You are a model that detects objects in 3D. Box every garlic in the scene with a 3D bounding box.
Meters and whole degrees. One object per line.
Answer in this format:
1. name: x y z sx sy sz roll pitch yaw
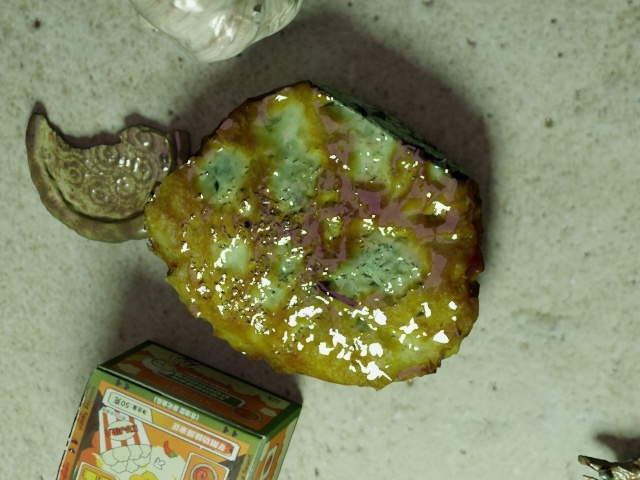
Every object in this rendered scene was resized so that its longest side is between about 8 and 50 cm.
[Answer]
1. garlic: -0.130 -0.260 1.473 0.218 0.218 0.212 56 137 3

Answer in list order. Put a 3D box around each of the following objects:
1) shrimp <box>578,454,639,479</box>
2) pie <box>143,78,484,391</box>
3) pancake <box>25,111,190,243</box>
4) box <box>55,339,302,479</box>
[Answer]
1. shrimp: 0.382 0.218 1.452 0.251 0.052 0.143 8 89 7
2. pie: 0.000 0.000 1.502 0.355 0.103 0.288 30 104 6
3. pancake: -0.229 -0.085 1.600 0.190 0.020 0.184 -31 87 18
4. box: -0.151 0.231 1.553 0.195 0.148 0.177 22 104 13
